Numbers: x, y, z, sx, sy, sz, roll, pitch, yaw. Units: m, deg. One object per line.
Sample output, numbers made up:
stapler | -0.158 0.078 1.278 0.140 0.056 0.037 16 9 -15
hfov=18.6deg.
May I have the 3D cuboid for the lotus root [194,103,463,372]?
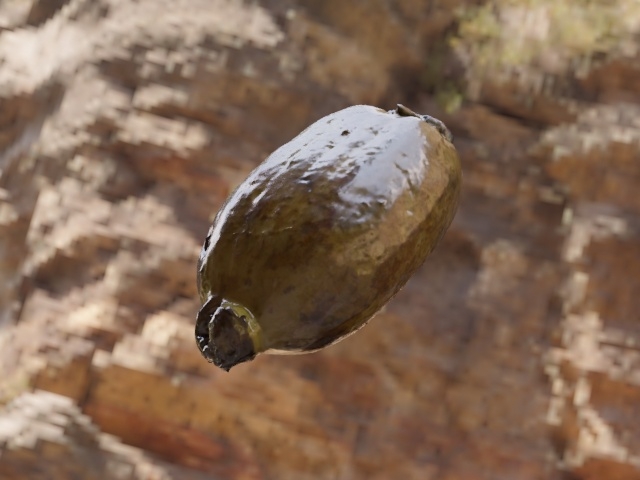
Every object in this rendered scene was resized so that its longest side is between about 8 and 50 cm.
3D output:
lotus root | 0.000 0.000 1.385 0.145 0.260 0.128 7 -45 46
